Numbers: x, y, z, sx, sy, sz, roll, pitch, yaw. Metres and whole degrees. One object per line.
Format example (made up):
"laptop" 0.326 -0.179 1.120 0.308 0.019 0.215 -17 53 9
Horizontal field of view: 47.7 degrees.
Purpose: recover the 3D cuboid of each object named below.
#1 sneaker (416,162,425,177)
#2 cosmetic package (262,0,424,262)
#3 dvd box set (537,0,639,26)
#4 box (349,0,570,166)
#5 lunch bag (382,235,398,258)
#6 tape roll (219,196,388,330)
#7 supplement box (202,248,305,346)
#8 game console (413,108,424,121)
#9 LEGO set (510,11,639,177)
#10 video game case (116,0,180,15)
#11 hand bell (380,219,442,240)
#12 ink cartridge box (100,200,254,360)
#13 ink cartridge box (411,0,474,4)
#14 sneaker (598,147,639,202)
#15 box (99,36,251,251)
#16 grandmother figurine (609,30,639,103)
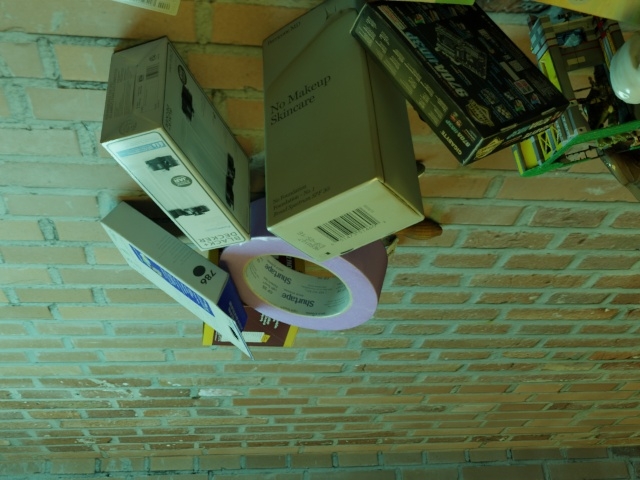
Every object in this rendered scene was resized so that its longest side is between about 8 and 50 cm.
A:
"sneaker" 0.136 -0.122 1.227 0.083 0.031 0.035 -6 148 2
"cosmetic package" 0.020 -0.147 0.911 0.160 0.309 0.113 -24 144 27
"dvd box set" 0.357 -0.368 0.714 0.420 0.062 0.307 7 122 -19
"box" 0.168 -0.206 0.865 0.175 0.220 0.051 -25 160 -36
"lunch bag" 0.110 0.017 1.430 0.083 0.053 0.071 -8 151 -12
"tape roll" -0.028 0.044 1.230 0.275 0.090 0.275 12 146 8
"supplement box" -0.140 0.122 1.495 0.194 0.129 0.191 3 147 -11
"game console" 0.208 -0.197 1.077 0.122 0.071 0.107 26 122 16
"LEGO set" 0.402 -0.230 0.995 0.331 0.192 0.255 -15 171 5
"video game case" -0.230 -0.339 0.845 0.157 0.019 0.143 9 145 -19
"hand bell" 0.132 -0.021 1.347 0.242 0.126 0.126 3 150 -35
"ink cartridge box" -0.232 0.069 1.273 0.333 0.065 0.165 34 158 23
"ink cartridge box" 0.082 -0.351 0.794 0.212 0.093 0.154 2 148 -8
"sneaker" 0.546 -0.128 1.254 0.071 0.066 0.188 -42 140 22
"box" -0.195 -0.126 1.051 0.087 0.169 0.290 -13 148 14
"grandmother figurine" 0.458 -0.163 0.812 0.342 0.104 0.208 8 133 -29
